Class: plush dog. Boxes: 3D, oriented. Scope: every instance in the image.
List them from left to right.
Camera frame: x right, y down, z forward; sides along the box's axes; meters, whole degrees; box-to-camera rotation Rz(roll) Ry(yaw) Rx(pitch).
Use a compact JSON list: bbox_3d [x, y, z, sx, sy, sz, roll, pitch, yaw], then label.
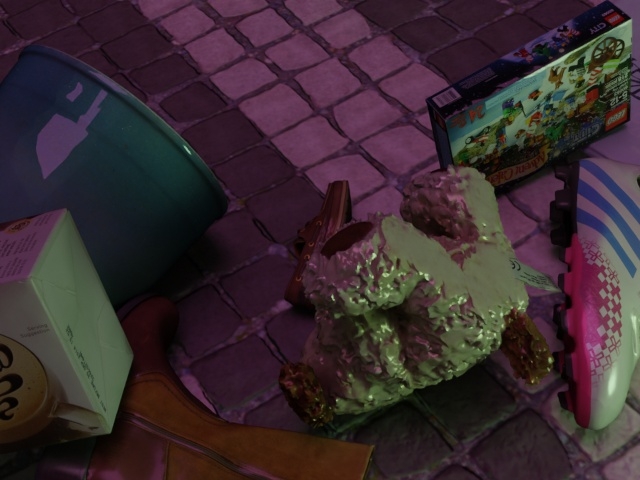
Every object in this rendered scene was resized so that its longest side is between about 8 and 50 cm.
[{"bbox_3d":[0.074,0.080,0.904,0.210,0.225,0.262,53,39,2],"label":"plush dog"}]

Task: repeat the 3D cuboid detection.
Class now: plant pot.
[{"bbox_3d":[-0.280,-0.017,1.007,0.272,0.271,0.255,27,71,28],"label":"plant pot"}]

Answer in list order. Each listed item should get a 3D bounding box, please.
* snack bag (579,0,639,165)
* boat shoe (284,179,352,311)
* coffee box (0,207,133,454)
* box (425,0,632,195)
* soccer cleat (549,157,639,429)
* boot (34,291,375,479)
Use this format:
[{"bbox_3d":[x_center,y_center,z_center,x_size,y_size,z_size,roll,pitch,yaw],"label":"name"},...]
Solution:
[{"bbox_3d":[0.434,-0.189,1.200,0.343,0.037,0.323,-35,52,-17],"label":"snack bag"},{"bbox_3d":[0.000,0.001,1.071,0.060,0.064,0.177,4,51,9],"label":"boat shoe"},{"bbox_3d":[-0.337,0.097,0.838,0.297,0.168,0.118,-12,29,8],"label":"coffee box"},{"bbox_3d":[0.238,-0.145,1.082,0.233,0.159,0.044,-29,50,-6],"label":"box"},{"bbox_3d":[0.303,0.036,0.960,0.143,0.116,0.331,2,48,10],"label":"soccer cleat"},{"bbox_3d":[-0.087,0.167,0.916,0.281,0.096,0.264,10,34,7],"label":"boot"}]
